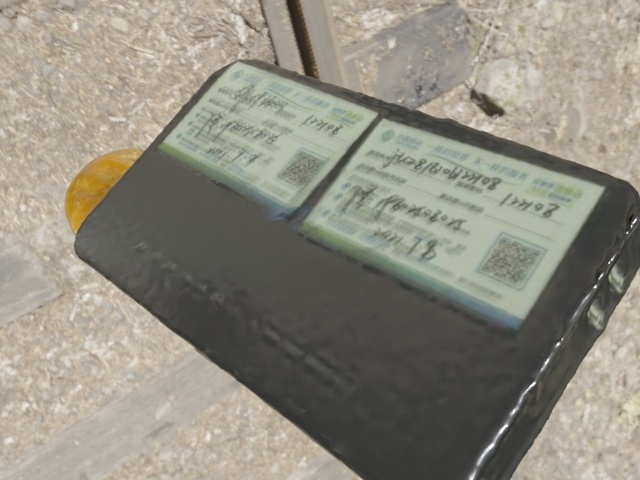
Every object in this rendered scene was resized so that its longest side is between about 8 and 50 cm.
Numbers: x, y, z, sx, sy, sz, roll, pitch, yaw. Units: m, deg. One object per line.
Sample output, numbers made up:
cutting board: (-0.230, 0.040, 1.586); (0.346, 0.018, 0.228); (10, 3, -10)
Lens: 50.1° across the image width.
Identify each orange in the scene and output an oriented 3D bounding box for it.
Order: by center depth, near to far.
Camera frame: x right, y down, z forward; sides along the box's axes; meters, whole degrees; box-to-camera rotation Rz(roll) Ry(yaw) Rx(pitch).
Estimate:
orange: (-0.257, -0.025, 1.008); (0.249, 0.249, 0.183); (2, 112, -34)

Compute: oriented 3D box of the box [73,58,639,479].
box: (0.000, 0.000, 0.448); (0.211, 0.350, 0.058); (-52, 141, -13)
